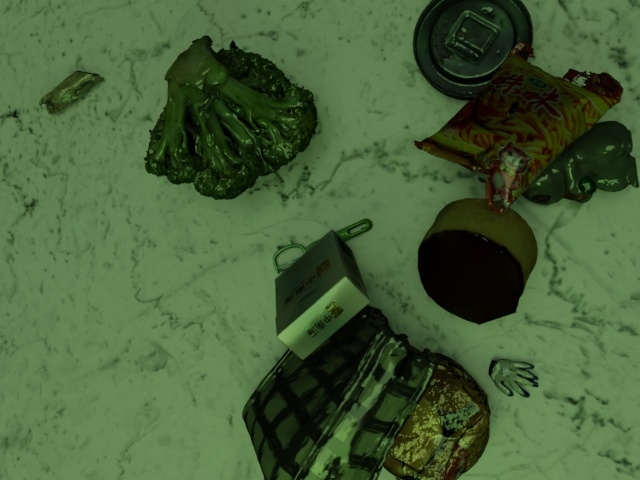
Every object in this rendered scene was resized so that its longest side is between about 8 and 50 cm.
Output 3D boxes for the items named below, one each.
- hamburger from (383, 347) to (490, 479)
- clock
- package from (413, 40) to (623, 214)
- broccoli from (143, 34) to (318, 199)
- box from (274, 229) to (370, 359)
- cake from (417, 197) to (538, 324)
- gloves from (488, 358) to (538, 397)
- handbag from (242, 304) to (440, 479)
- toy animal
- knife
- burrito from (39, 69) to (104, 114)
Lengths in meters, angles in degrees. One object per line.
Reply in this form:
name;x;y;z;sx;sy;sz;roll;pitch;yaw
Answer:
hamburger;0.185;0.311;1.129;0.230;0.107;0.231;-1;87;19
clock;0.279;-0.365;1.184;0.214;0.042;0.215;-1;86;15
package;0.319;-0.193;1.069;0.288;0.108;0.223;-41;54;-5
broccoli;-0.173;-0.223;1.172;0.303;0.283;0.321;28;75;25
box;-0.004;0.085;1.122;0.155;0.243;0.067;-43;107;9
cake;0.279;0.014;1.106;0.185;0.178;0.208;6;122;34
gloves;0.340;0.243;1.134;0.086;0.026;0.064;11;90;10
handbag;0.020;0.264;1.067;0.162;0.325;0.327;34;90;-19
toy animal;0.407;-0.120;1.110;0.251;0.127;0.125;-12;95;28
knife;0.000;0.000;1.244;0.212;0.015;0.054;-24;78;12
burrito;-0.542;-0.327;1.395;0.149;0.041;0.055;-34;92;6
